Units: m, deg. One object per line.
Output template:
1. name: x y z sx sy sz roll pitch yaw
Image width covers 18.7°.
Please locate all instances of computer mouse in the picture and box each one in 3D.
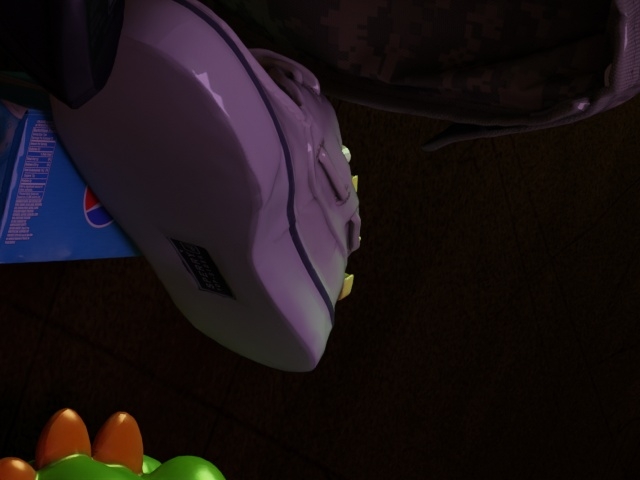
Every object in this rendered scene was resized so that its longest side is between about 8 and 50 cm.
1. computer mouse: -0.094 -0.186 0.632 0.184 0.060 0.262 -85 176 -58

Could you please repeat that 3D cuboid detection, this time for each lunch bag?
1. lunch bag: 0.093 -0.151 0.855 0.235 0.287 0.169 -28 134 -38

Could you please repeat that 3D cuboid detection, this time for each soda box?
1. soda box: -0.101 -0.034 0.864 0.210 0.071 0.067 -2 110 -62

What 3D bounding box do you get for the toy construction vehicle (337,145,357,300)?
1. toy construction vehicle: 0.000 0.000 1.121 0.086 0.035 0.098 -27 133 -53

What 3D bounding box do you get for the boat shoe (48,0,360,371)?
1. boat shoe: -0.032 -0.036 0.808 0.088 0.096 0.267 -64 154 -21

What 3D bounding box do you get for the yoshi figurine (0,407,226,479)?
1. yoshi figurine: -0.145 0.225 0.875 0.362 0.203 0.203 -31 152 -54
